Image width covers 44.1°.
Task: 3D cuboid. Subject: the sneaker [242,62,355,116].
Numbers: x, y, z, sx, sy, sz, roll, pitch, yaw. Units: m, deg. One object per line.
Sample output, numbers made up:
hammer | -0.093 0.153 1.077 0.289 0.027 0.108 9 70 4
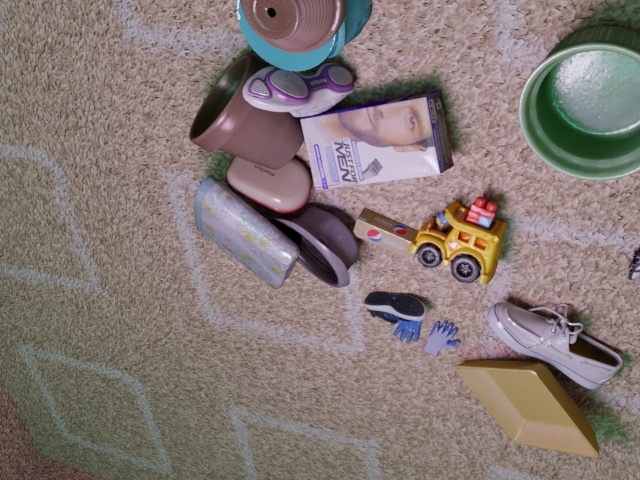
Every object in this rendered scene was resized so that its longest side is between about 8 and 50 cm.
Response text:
sneaker | -0.059 -0.330 1.848 0.152 0.305 0.114 -40 69 48

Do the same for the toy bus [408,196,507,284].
toy bus | 0.354 -0.024 1.973 0.220 0.149 0.211 22 120 16

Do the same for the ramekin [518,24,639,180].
ramekin | 0.572 -0.289 1.620 0.303 0.148 0.303 15 131 18

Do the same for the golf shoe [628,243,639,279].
golf shoe | 0.779 0.031 1.815 0.094 0.077 0.198 26 135 9

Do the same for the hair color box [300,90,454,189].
hair color box | 0.133 -0.237 1.902 0.339 0.110 0.185 -6 104 29

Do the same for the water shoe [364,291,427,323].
water shoe | 0.223 0.200 2.269 0.203 0.073 0.080 13 145 37

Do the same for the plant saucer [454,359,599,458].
plant saucer | 0.583 0.445 2.201 0.333 0.081 0.333 51 154 -15

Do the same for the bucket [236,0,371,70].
bucket | -0.037 -0.521 1.749 0.281 0.183 0.281 15 131 18

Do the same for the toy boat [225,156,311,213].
toy boat | -0.136 -0.155 2.154 0.231 0.151 0.151 25 164 10

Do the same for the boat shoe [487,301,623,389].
boat shoe | 0.618 0.245 2.037 0.367 0.136 0.156 32 135 -2

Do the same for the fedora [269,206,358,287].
fedora | 0.000 0.000 2.163 0.275 0.124 0.243 39 161 15

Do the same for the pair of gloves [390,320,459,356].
pair of gloves | 0.306 0.267 2.307 0.198 0.023 0.159 29 134 6

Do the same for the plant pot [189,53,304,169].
plant pot | -0.165 -0.296 1.985 0.229 0.263 0.263 33 138 -25

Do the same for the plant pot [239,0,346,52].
plant pot | -0.075 -0.480 1.601 0.237 0.109 0.237 15 131 17

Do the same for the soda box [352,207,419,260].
soda box | 0.183 -0.017 2.121 0.181 0.058 0.061 24 133 11

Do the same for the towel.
towel | -0.208 -0.014 2.222 0.320 0.090 0.374 36 163 3
